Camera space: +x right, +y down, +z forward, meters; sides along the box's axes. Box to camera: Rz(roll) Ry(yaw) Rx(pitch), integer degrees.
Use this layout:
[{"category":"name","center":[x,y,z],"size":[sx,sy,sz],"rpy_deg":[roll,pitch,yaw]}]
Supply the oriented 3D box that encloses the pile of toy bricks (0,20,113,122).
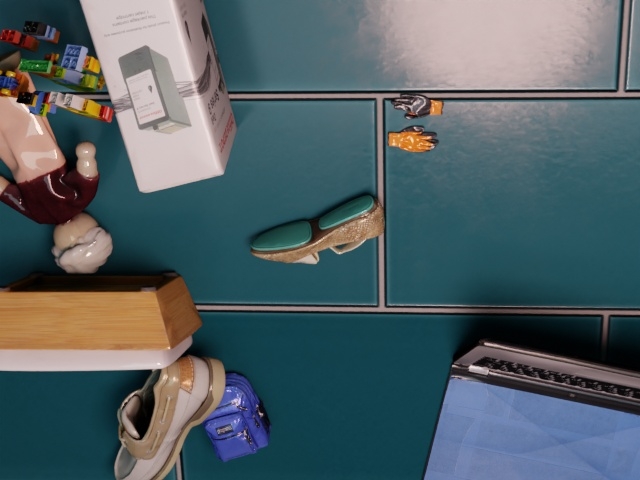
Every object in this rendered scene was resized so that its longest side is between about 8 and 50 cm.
[{"category":"pile of toy bricks","center":[-0.338,-0.215,1.600],"size":[0.212,0.105,0.118],"rpy_deg":[13,87,40]}]

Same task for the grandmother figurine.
[{"category":"grandmother figurine","center":[-0.399,-0.101,1.750],"size":[0.208,0.104,0.342],"rpy_deg":[-6,117,38]}]

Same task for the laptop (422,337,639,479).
[{"category":"laptop","center":[0.368,0.310,1.773],"size":[0.382,0.408,0.236],"rpy_deg":[11,79,0]}]

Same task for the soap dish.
[{"category":"soap dish","center":[-0.335,0.114,1.767],"size":[0.291,0.229,0.118],"rpy_deg":[0,96,6]}]

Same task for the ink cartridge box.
[{"category":"ink cartridge box","center":[-0.208,-0.237,1.610],"size":[0.121,0.211,0.289],"rpy_deg":[-12,112,7]}]

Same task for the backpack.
[{"category":"backpack","center":[-0.136,0.271,1.871],"size":[0.098,0.101,0.120],"rpy_deg":[-19,106,6]}]

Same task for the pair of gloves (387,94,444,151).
[{"category":"pair of gloves","center":[0.134,-0.165,1.714],"size":[0.074,0.010,0.083],"rpy_deg":[7,112,3]}]

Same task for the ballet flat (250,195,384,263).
[{"category":"ballet flat","center":[0.000,0.000,1.766],"size":[0.206,0.073,0.067],"rpy_deg":[-18,124,16]}]

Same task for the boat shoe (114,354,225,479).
[{"category":"boat shoe","center":[-0.257,0.273,1.845],"size":[0.103,0.113,0.302],"rpy_deg":[12,130,-31]}]
